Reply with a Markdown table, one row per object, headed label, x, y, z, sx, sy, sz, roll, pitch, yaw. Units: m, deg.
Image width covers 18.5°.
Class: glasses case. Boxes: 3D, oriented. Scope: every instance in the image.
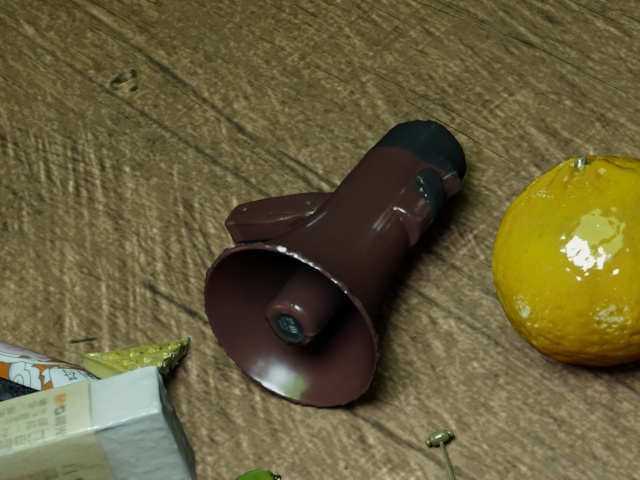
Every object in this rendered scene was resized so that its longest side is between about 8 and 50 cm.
| label | x | y | z | sx | sy | sz | roll | pitch | yaw |
| --- | --- | --- | --- | --- | --- | --- | --- | --- | --- |
| glasses case | -0.303 | 0.145 | 2.012 | 0.267 | 0.103 | 0.067 | 14 | 87 | 30 |

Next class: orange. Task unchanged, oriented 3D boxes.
| label | x | y | z | sx | sy | sz | roll | pitch | yaw |
| --- | --- | --- | --- | --- | --- | --- | --- | --- | --- |
| orange | 0.273 | 0.018 | 1.889 | 0.219 | 0.193 | 0.219 | -25 | 33 | 18 |

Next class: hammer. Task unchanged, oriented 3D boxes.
| label | x | y | z | sx | sy | sz | roll | pitch | yaw |
| --- | --- | --- | --- | --- | --- | --- | --- | --- | --- |
| hammer | 0.124 | 0.225 | 1.846 | 0.029 | 0.014 | 0.123 | -23 | 43 | 8 |

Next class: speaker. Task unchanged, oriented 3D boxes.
| label | x | y | z | sx | sy | sz | roll | pitch | yaw |
| --- | --- | --- | --- | --- | --- | --- | --- | --- | --- |
| speaker | 0.010 | 0.021 | 2.044 | 0.259 | 0.198 | 0.329 | -39 | 9 | 39 |

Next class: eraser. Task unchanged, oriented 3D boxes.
| label | x | y | z | sx | sy | sz | roll | pitch | yaw |
| --- | --- | --- | --- | --- | --- | --- | --- | --- | --- |
| eraser | -0.300 | 0.227 | 1.899 | 0.343 | 0.144 | 0.078 | -15 | 41 | 3 |

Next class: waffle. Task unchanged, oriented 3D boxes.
| label | x | y | z | sx | sy | sz | roll | pitch | yaw |
| --- | --- | --- | --- | --- | --- | --- | --- | --- | --- |
| waffle | -0.157 | 0.126 | 1.980 | 0.097 | 0.023 | 0.153 | 18 | 16 | 39 |

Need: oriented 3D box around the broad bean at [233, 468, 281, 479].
| label | x | y | z | sx | sy | sz | roll | pitch | yaw |
| --- | --- | --- | --- | --- | --- | --- | --- | --- | --- |
| broad bean | -0.060 | 0.293 | 1.815 | 0.070 | 0.048 | 0.213 | -15 | 39 | 6 |
